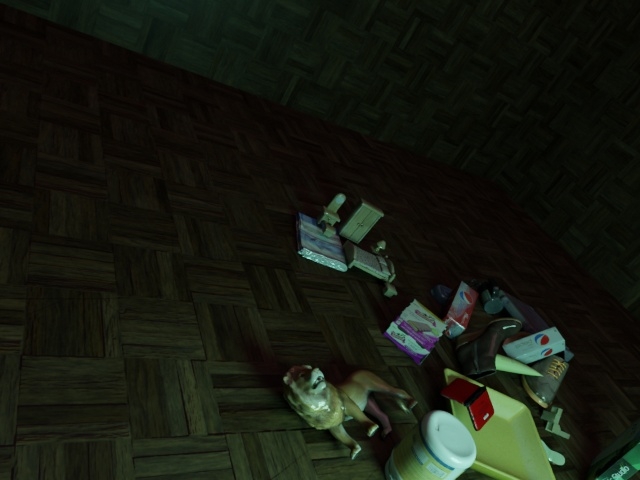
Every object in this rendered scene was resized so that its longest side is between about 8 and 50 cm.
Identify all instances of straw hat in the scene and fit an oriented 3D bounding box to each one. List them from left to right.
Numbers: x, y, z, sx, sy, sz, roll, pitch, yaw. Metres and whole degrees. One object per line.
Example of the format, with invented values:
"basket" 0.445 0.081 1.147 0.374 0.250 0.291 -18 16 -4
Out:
"straw hat" 0.806 0.442 2.023 0.144 0.145 0.061 -108 174 -50

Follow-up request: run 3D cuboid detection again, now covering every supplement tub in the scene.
"supplement tub" 0.258 0.521 1.210 0.144 0.199 0.144 25 29 -15

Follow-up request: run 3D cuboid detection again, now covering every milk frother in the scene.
"milk frother" 0.726 0.243 2.261 0.143 0.129 0.134 -13 30 8

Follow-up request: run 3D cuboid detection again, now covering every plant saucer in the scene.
"plant saucer" 0.504 0.577 1.496 0.333 0.081 0.332 27 28 -11

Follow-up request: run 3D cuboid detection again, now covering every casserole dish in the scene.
"casserole dish" 0.551 0.245 2.126 0.189 0.037 0.114 25 28 -11

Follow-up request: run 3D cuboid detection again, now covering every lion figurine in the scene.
"lion figurine" 0.077 0.409 1.314 0.240 0.142 0.392 39 14 30

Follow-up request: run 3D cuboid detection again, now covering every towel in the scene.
"towel" 0.000 0.000 1.971 0.209 0.034 0.285 22 29 -19

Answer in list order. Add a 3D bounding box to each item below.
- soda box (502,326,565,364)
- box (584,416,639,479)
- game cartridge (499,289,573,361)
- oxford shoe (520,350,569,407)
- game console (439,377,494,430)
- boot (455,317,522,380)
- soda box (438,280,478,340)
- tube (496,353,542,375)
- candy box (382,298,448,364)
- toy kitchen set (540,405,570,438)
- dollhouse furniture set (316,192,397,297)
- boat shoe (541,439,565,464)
"soda box" 0.820 0.414 1.943 0.073 0.216 0.069 -106 172 -51
"box" 0.946 0.653 1.558 0.058 0.321 0.232 41 28 26
"game cartridge" 0.928 0.369 2.227 0.230 0.068 0.355 24 21 -19
"oxford shoe" 0.860 0.500 1.918 0.130 0.132 0.364 38 29 11
"game console" 0.432 0.478 1.484 0.144 0.085 0.124 -11 81 -52
"boot" 0.596 0.383 1.756 0.090 0.249 0.206 56 22 -24
"soda box" 0.536 0.270 1.976 0.092 0.083 0.263 38 37 5
"tube" 0.692 0.458 1.859 0.240 0.062 0.070 15 46 -12
"candy box" 0.336 0.312 1.763 0.159 0.071 0.233 39 28 14
"toy kitchen set" 0.817 0.627 1.749 0.075 0.083 0.068 27 -13 -10
"dollhouse furniture set" 0.172 0.002 1.947 0.303 0.173 0.355 26 26 -26
"boat shoe" 0.701 0.663 1.596 0.137 0.049 0.043 30 -15 2
